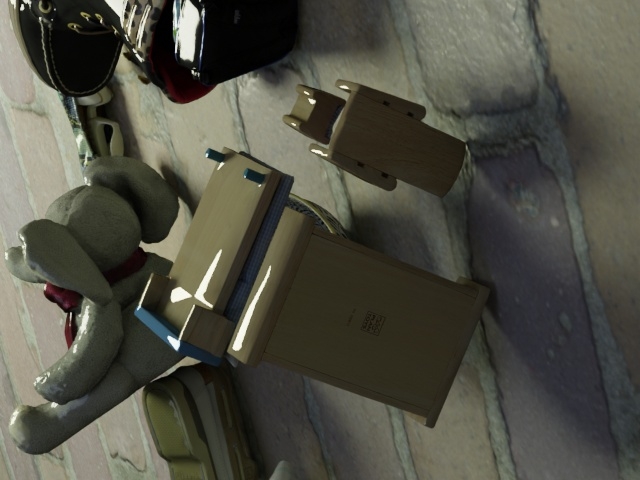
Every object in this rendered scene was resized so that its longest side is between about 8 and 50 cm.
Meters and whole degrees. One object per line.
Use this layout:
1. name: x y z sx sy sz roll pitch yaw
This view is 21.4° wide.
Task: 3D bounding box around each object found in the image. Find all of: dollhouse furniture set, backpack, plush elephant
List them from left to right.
1. plush elephant: -0.263 0.054 2.000 0.330 0.272 0.255 -34 92 33
2. backpack: -0.083 -0.216 1.632 0.084 0.114 0.105 45 142 39
3. dollhouse furniture set: 0.000 0.000 1.590 0.303 0.198 0.286 25 93 62

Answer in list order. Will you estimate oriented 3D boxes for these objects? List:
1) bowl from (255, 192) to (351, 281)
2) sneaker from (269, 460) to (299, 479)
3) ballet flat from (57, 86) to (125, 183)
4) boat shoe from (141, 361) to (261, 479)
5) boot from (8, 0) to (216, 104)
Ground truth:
1. bowl: -0.020 0.027 1.699 0.170 0.080 0.170 8 104 36
2. sneaker: -0.024 0.330 1.965 0.212 0.080 0.094 78 -163 -54
3. ballet flat: -0.278 -0.155 2.099 0.070 0.070 0.188 7 117 60
4. boat shoe: -0.123 0.295 2.073 0.113 0.103 0.302 4 112 46
5. boot: -0.210 -0.246 1.828 0.284 0.138 0.377 50 142 32
